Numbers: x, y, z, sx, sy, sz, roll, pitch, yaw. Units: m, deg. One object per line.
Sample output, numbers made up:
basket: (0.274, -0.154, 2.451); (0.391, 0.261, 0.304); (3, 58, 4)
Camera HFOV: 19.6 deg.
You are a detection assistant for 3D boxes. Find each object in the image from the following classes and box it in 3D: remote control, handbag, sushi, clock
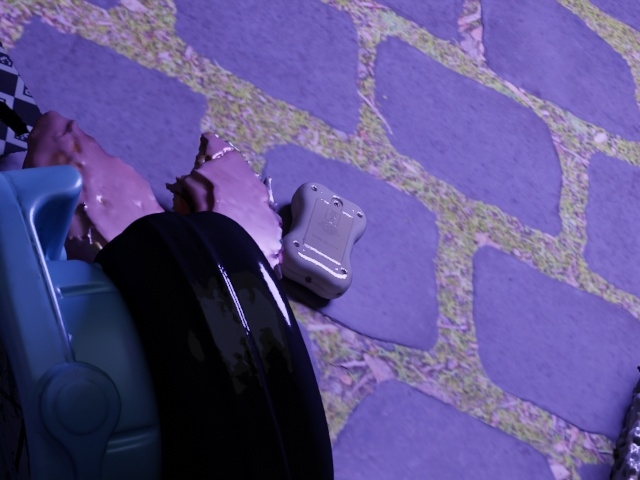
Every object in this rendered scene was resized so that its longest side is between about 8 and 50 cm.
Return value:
remote control: (0.000, 0.000, 1.642); (0.074, 0.032, 0.122); (31, 36, -10)
handbag: (-0.075, 0.103, 1.266); (0.093, 0.308, 0.254); (-20, 89, -15)
sushi: (-0.295, -0.107, 1.516); (0.126, 0.026, 0.120); (-12, 61, -41)
clock: (-0.178, 0.109, 1.216); (0.094, 0.223, 0.274); (-11, 62, -26)

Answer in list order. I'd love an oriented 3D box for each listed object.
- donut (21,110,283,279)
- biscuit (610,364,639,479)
donut: (-0.134, -0.005, 1.490); (0.233, 0.085, 0.199); (8, 45, -35)
biscuit: (0.344, 0.196, 1.678); (0.179, 0.084, 0.281); (39, 43, -2)
